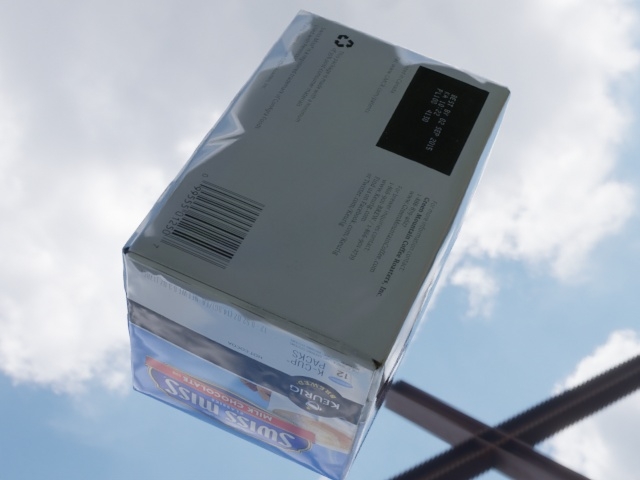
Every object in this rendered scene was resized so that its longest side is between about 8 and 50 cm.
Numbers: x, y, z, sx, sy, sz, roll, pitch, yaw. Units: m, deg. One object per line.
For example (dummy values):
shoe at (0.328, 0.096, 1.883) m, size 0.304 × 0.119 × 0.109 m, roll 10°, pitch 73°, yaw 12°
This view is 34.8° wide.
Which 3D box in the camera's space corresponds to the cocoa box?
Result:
cocoa box at (0.000, 0.000, 0.961) m, size 0.228 × 0.231 × 0.347 m, roll 102°, pitch -166°, yaw -52°
